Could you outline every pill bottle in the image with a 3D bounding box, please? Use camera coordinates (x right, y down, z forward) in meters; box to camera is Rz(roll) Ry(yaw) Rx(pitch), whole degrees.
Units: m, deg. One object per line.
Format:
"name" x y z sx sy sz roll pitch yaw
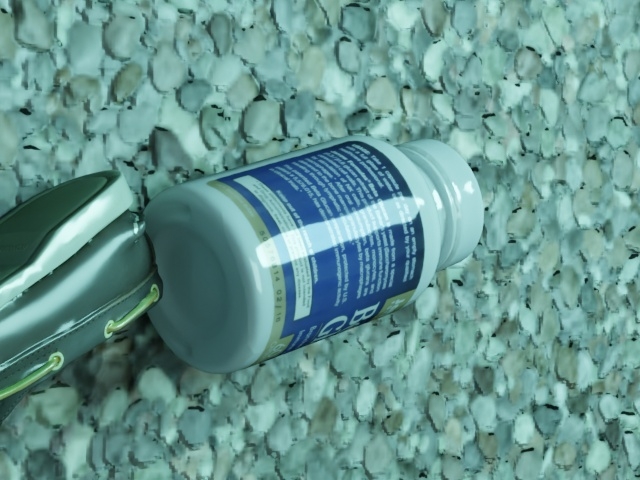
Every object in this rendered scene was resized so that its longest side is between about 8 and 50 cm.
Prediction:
"pill bottle" 0.000 0.000 0.928 0.169 0.094 0.094 -19 107 -39

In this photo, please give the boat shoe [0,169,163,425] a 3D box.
"boat shoe" -0.154 0.053 0.802 0.228 0.081 0.068 -40 115 -35
